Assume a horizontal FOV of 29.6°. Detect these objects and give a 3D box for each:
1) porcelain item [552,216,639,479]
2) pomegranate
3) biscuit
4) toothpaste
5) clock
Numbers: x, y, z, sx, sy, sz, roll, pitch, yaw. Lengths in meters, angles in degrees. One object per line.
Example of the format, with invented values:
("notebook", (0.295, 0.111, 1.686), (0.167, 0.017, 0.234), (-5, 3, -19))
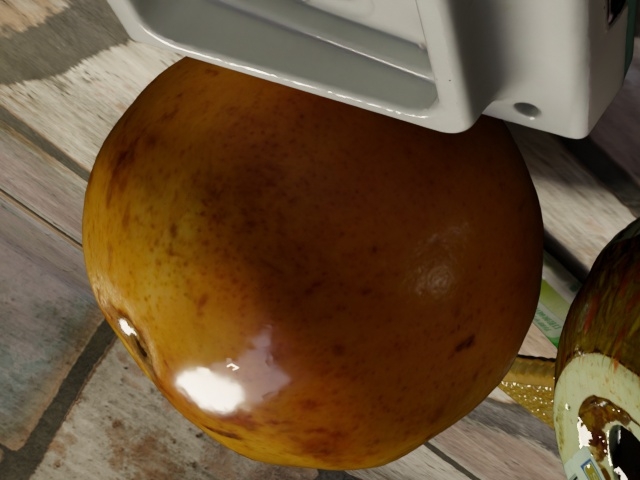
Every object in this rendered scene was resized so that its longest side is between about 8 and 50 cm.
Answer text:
("porcelain item", (0.252, 0.087, 0.638), (0.253, 0.253, 0.253), (29, 165, 8))
("pomegranate", (0.000, 0.000, 0.696), (0.264, 0.264, 0.264), (29, 165, 8))
("biscuit", (0.270, 0.165, 1.118), (0.172, 0.029, 0.254), (37, 164, -19))
("toothpaste", (0.175, 0.045, 0.889), (0.248, 0.047, 0.078), (41, 158, -25))
("clock", (0.004, -0.140, 0.482), (0.231, 0.116, 0.262), (24, 165, 21))
